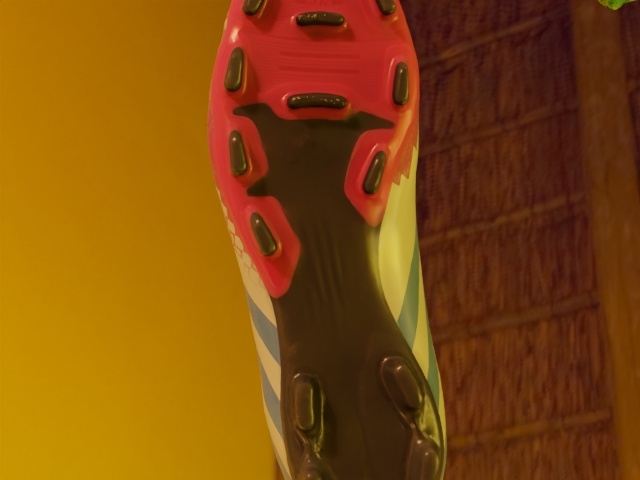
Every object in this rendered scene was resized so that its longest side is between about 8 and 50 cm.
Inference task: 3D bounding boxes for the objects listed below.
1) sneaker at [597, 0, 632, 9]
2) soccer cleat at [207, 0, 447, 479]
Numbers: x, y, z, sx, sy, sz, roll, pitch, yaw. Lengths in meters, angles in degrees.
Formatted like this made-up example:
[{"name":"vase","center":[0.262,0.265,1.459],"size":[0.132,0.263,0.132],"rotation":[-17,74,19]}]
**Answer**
[{"name":"sneaker","center":[0.220,-0.192,0.552],"size":[0.134,0.343,0.146],"rotation":[-12,-89,-16]},{"name":"soccer cleat","center":[0.000,0.000,0.702],"size":[0.116,0.143,0.331],"rotation":[-6,-91,-5]}]
